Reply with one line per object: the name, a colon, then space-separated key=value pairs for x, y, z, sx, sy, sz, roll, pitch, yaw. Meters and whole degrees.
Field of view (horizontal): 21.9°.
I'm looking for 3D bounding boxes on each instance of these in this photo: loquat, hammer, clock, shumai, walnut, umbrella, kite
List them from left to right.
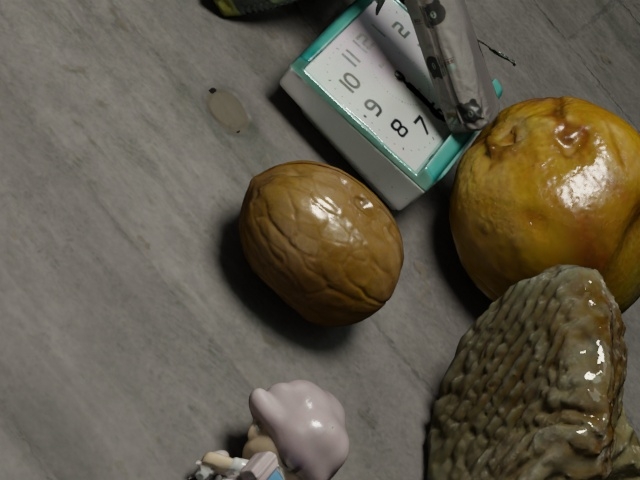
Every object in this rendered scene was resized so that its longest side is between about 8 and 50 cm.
hammer: x=-0.021 y=-0.324 z=2.021 sx=0.159 sy=0.226 sz=0.041 roll=61 pitch=18 yaw=-45
walnut: x=0.000 y=0.000 z=1.837 sx=0.207 sy=0.167 sz=0.167 roll=43 pitch=41 yaw=-13
clock: x=0.083 y=-0.179 z=2.093 sx=0.231 sy=0.116 sz=0.262 roll=43 pitch=39 yaw=-3
umbrella: x=0.137 y=-0.290 z=1.990 sx=0.337 sy=0.067 sz=0.073 roll=70 pitch=26 yaw=-15
kite: x=0.157 y=-0.300 z=2.234 sx=0.250 sy=0.012 sz=0.229 roll=31 pitch=4 yaw=14
loquat: x=0.295 y=-0.033 z=2.058 sx=0.284 sy=0.276 sz=0.276 roll=52 pitch=30 yaw=-46
shumai: x=0.297 y=0.201 z=1.868 sx=0.262 sy=0.267 sz=0.314 roll=24 pitch=88 yaw=-32

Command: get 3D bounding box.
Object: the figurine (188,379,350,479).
figurine: x=-0.041 y=0.219 z=1.681 sx=0.137 sy=0.112 sz=0.229 roll=53 pitch=50 yaw=-7
